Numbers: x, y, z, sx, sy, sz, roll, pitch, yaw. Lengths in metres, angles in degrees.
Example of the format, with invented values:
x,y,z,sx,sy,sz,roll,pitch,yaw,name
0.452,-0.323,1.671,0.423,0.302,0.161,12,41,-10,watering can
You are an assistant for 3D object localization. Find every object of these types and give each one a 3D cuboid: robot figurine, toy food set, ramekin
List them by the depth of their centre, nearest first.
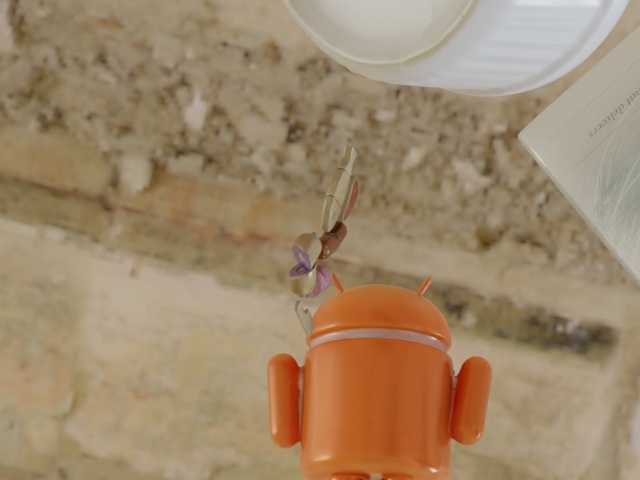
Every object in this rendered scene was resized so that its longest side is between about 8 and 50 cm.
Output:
x,y,z,sx,sy,sz,roll,pitch,yaw,name
0.075,-0.225,1.043,0.273,0.273,0.127,1,-168,45,ramekin
0.000,0.000,1.080,0.019,0.122,0.078,15,160,15,toy food set
0.049,0.132,1.298,0.158,0.219,0.128,-16,154,42,robot figurine

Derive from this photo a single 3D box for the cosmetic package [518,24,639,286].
x,y,z,sx,sy,sz,roll,pitch,yaw,name
0.259,-0.030,0.754,0.138,0.224,0.225,33,-162,-52,cosmetic package
